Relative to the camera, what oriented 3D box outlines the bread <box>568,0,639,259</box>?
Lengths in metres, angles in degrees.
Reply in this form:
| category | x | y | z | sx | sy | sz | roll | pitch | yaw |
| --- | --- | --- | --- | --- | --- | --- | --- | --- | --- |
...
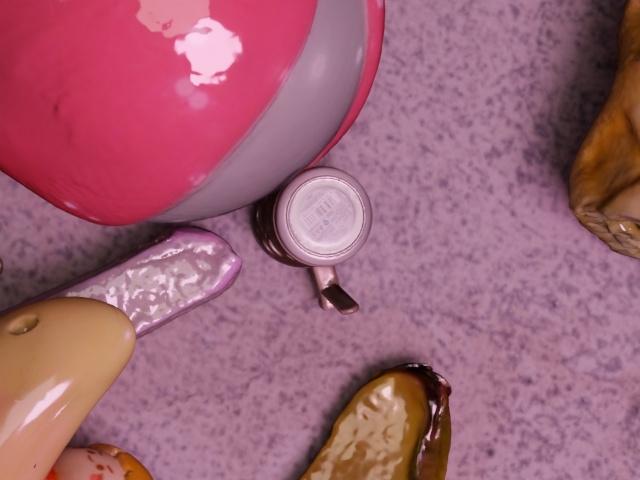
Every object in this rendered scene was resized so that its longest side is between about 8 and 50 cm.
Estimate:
| category | x | y | z | sx | sy | sz | roll | pitch | yaw |
| --- | --- | --- | --- | --- | --- | --- | --- | --- | --- |
| bread | 0.301 | -0.093 | 1.353 | 0.238 | 0.196 | 0.252 | 26 | 82 | -6 |

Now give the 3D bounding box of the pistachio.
| category | x | y | z | sx | sy | sz | roll | pitch | yaw |
| --- | --- | --- | --- | --- | --- | --- | --- | --- | --- |
| pistachio | 0.042 | 0.170 | 1.371 | 0.089 | 0.049 | 0.173 | 33 | 85 | 15 |

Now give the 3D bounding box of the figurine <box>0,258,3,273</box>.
| category | x | y | z | sx | sy | sz | roll | pitch | yaw |
| --- | --- | --- | --- | --- | --- | --- | --- | --- | --- |
| figurine | -0.334 | 0.021 | 1.172 | 0.387 | 0.166 | 0.207 | 15 | 64 | -51 |

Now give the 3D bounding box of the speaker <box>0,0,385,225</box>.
| category | x | y | z | sx | sy | sz | roll | pitch | yaw |
| --- | --- | --- | --- | --- | --- | --- | --- | --- | --- |
| speaker | -0.105 | -0.142 | 1.213 | 0.294 | 0.294 | 0.294 | 0 | 90 | -11 |

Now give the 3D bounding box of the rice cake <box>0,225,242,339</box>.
| category | x | y | z | sx | sy | sz | roll | pitch | yaw |
| --- | --- | --- | --- | --- | --- | --- | --- | --- | --- |
| rice cake | -0.236 | 0.087 | 1.306 | 0.399 | 0.070 | 0.064 | -26 | 92 | -11 |

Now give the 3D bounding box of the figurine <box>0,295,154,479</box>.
| category | x | y | z | sx | sy | sz | roll | pitch | yaw |
| --- | --- | --- | --- | --- | --- | --- | --- | --- | --- |
| figurine | -0.205 | 0.185 | 1.257 | 0.222 | 0.124 | 0.324 | 23 | 104 | -36 |

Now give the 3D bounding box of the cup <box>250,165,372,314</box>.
| category | x | y | z | sx | sy | sz | roll | pitch | yaw |
| --- | --- | --- | --- | --- | --- | --- | --- | --- | --- |
| cup | -0.008 | -0.002 | 1.336 | 0.074 | 0.099 | 0.102 | 8 | 88 | -10 |
